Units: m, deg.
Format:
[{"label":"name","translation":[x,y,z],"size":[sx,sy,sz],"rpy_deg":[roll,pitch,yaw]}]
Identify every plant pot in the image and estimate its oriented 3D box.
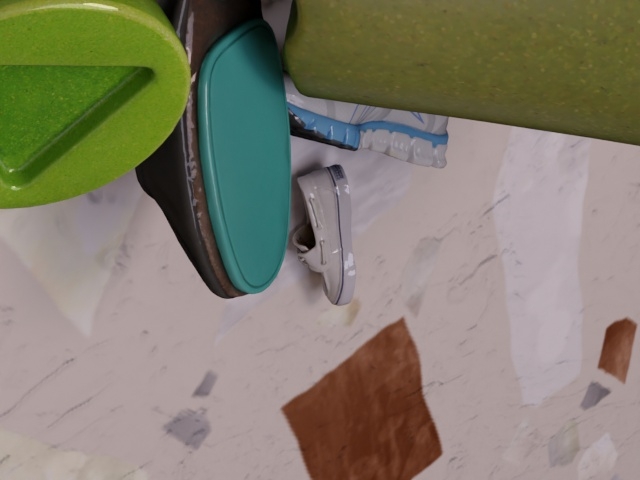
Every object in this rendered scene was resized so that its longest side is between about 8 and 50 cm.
[{"label":"plant pot","translation":[0.112,-0.157,0.789],"size":[0.276,0.254,0.276],"rpy_deg":[1,90,-84]}]

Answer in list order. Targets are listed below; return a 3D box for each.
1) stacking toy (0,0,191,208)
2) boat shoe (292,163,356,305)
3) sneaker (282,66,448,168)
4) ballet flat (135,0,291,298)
[{"label":"stacking toy","translation":[-0.167,-0.143,0.634],"size":[0.309,0.130,0.279],"rpy_deg":[-4,145,-25]},{"label":"boat shoe","translation":[0.000,0.000,0.989],"size":[0.035,0.035,0.100],"rpy_deg":[-13,131,-11]},{"label":"sneaker","translation":[0.017,-0.092,0.925],"size":[0.191,0.071,0.083],"rpy_deg":[3,105,-58]},{"label":"ballet flat","translation":[-0.068,-0.110,0.781],"size":[0.095,0.096,0.280],"rpy_deg":[-36,130,-56]}]
